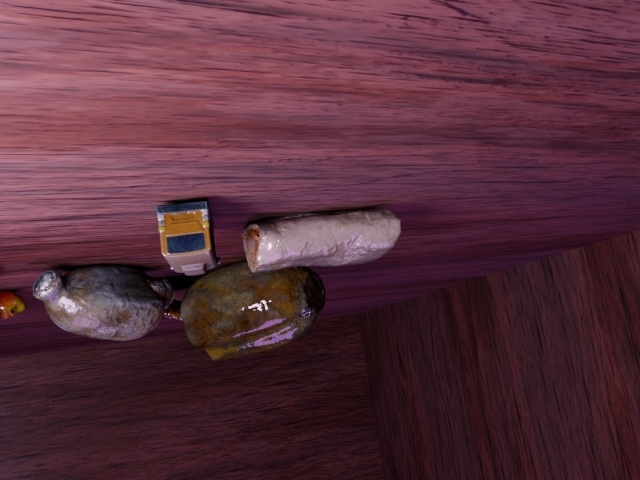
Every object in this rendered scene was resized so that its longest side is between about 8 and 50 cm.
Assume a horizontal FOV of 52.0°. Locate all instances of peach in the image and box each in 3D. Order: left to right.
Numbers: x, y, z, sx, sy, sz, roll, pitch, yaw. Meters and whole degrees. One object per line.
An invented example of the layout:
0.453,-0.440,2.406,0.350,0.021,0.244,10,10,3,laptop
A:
-0.755,0.149,1.556,0.098,0.061,0.098,-2,-160,1,peach

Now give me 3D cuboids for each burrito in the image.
0.001,-0.002,1.315,0.299,0.105,0.143,-5,164,-14,burrito

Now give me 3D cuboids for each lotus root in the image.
-0.482,0.140,1.462,0.175,0.175,0.349,-16,164,32,lotus root
-0.163,0.161,1.666,0.346,0.250,0.250,-15,168,20,lotus root

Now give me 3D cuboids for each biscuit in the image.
-0.426,0.185,1.838,0.305,0.038,0.305,12,177,1,biscuit

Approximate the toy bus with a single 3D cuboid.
-0.224,0.000,1.127,0.091,0.103,0.182,-7,169,-8,toy bus
